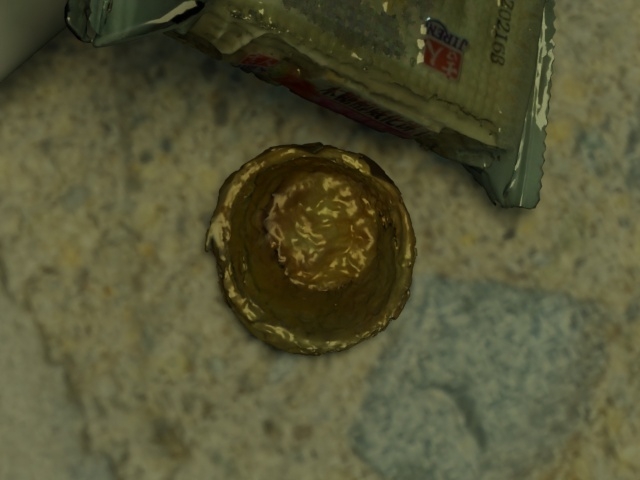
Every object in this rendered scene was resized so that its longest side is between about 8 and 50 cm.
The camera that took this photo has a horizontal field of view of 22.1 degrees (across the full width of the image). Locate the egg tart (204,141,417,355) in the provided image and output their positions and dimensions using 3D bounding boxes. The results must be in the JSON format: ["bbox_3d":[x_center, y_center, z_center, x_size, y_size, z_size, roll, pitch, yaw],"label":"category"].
[{"bbox_3d":[0.000,0.000,0.932,0.129,0.049,0.129,4,75,-13],"label":"egg tart"}]

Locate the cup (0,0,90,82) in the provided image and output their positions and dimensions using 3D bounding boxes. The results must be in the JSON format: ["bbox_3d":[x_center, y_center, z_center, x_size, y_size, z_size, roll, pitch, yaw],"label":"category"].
[{"bbox_3d":[-0.183,-0.174,0.914,0.136,0.099,0.133,46,71,2],"label":"cup"}]

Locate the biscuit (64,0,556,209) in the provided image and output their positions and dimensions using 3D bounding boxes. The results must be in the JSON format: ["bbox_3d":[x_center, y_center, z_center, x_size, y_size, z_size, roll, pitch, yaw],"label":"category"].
[{"bbox_3d":[0.010,-0.142,0.923,0.309,0.079,0.186,23,69,-30],"label":"biscuit"}]
